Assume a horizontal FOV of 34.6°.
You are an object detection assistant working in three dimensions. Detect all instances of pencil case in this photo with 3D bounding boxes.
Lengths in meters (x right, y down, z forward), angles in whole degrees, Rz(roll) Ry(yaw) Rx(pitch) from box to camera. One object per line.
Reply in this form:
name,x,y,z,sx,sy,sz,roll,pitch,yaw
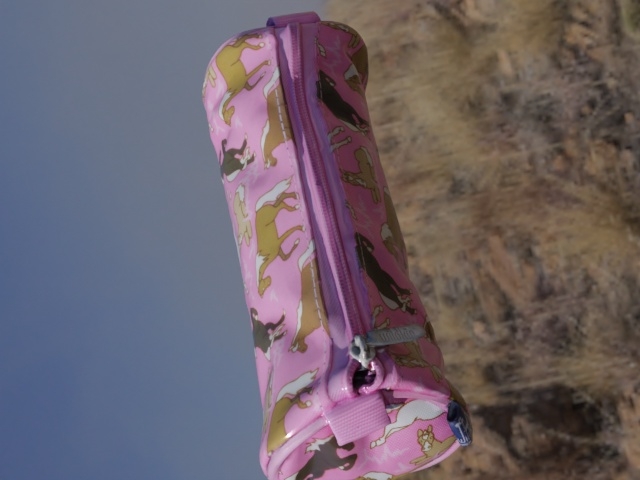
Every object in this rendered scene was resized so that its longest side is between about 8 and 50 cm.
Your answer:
pencil case,0.000,0.000,0.814,0.160,0.167,0.386,21,-136,-40
